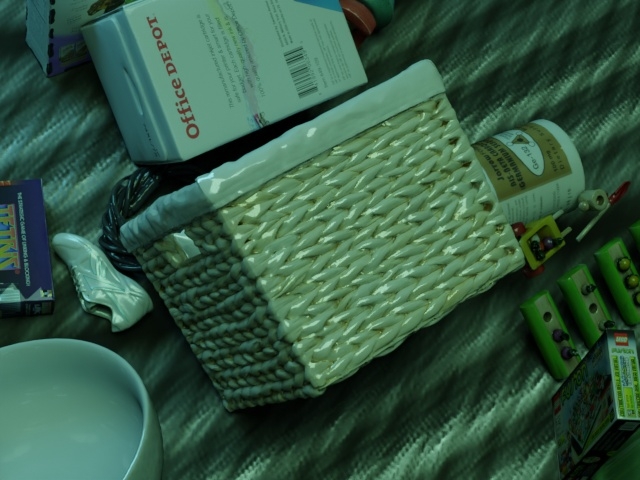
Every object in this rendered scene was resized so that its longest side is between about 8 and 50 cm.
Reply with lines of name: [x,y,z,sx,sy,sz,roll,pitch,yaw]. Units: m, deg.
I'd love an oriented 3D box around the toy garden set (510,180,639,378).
toy garden set: [0.354,0.028,1.934,0.244,0.049,0.204,-33,104,-24]

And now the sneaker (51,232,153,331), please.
sneaker: [-0.276,0.049,1.851,0.152,0.054,0.061,40,65,10]

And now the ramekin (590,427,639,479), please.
ramekin: [0.489,0.290,1.819,0.303,0.148,0.303,5,61,-9]

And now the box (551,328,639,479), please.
box: [0.326,0.199,1.803,0.036,0.207,0.114,4,61,-9]

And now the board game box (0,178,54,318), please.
board game box: [-0.401,0.011,1.849,0.141,0.048,0.170,-5,63,-13]

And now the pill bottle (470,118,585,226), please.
pill bottle: [0.214,-0.062,1.963,0.229,0.131,0.131,-22,68,-21]

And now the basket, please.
basket: [0.000,0.000,1.754,0.331,0.328,0.266,-31,94,-25]

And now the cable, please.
cable: [-0.197,-0.028,1.918,0.150,0.047,0.184,8,58,1]

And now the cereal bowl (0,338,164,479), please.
cereal bowl: [-0.319,0.272,1.635,0.339,0.141,0.339,-13,39,11]

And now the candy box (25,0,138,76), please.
candy box: [-0.290,-0.317,1.962,0.165,0.196,0.070,-25,69,-23]

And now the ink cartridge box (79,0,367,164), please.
ink cartridge box: [-0.125,-0.235,1.913,0.270,0.197,0.198,-25,101,-22]

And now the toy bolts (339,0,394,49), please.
toy bolts: [0.022,-0.384,2.074,0.228,0.218,0.158,41,54,-9]
